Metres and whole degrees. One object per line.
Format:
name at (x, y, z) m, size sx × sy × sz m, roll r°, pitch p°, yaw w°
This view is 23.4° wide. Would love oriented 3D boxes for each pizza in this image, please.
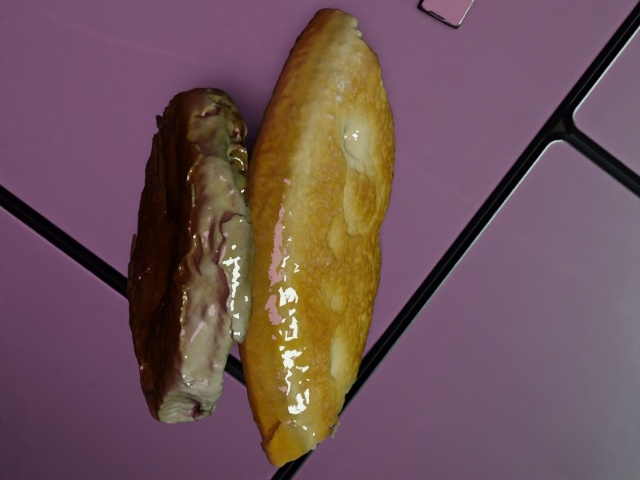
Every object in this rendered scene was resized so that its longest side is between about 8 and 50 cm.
pizza at (-0.003, -0.004, 0.930) m, size 0.056 × 0.134 × 0.271 m, roll 4°, pitch 97°, yaw 28°

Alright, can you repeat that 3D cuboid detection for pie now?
pie at (-0.075, 0.003, 0.891) m, size 0.046 × 0.195 × 0.195 m, roll 5°, pitch 98°, yaw -18°

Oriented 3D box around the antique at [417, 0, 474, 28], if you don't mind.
antique at (0.119, -0.221, 0.951) m, size 0.031 × 0.015 × 0.192 m, roll 29°, pitch 96°, yaw -2°
